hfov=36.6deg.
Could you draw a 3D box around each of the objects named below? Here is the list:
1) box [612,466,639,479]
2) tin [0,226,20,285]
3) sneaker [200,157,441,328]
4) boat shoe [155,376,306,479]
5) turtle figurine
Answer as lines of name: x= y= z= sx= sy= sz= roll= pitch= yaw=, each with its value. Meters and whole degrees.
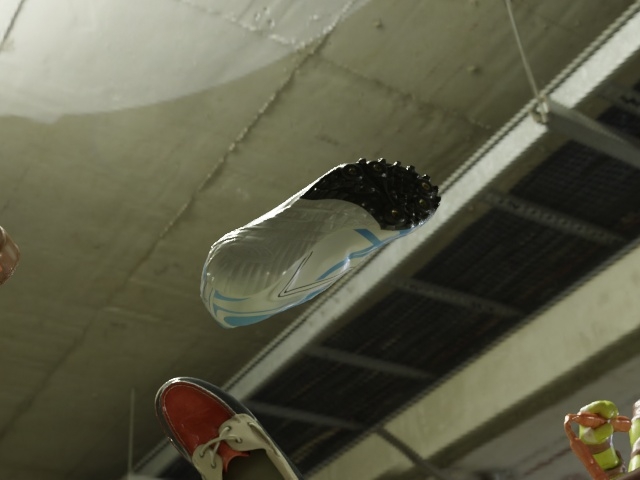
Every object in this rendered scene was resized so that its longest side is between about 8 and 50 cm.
box: x=0.231 y=0.184 z=0.453 sx=0.381 sy=0.191 sz=0.143 roll=-16 pitch=-33 yaw=-28
tin: x=-0.420 y=0.011 z=1.110 sx=0.106 sy=0.190 sz=0.040 roll=-43 pitch=-46 yaw=-20
sneaker: x=0.000 y=0.000 z=0.835 sx=0.237 sy=0.085 sz=0.086 roll=-26 pitch=-22 yaw=-25
boat shoe: x=-0.047 y=0.132 z=0.572 sx=0.049 sy=0.137 sz=0.043 roll=-43 pitch=-10 yaw=-6
turtle figurine: x=0.256 y=0.225 z=0.736 sx=0.087 sy=0.269 sz=0.217 roll=-31 pitch=1 yaw=34
